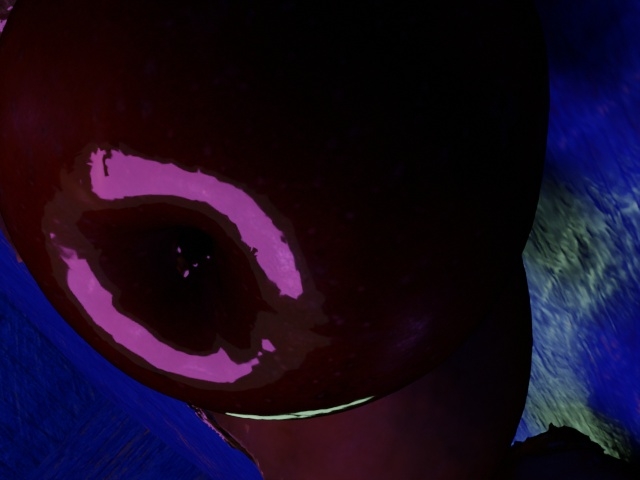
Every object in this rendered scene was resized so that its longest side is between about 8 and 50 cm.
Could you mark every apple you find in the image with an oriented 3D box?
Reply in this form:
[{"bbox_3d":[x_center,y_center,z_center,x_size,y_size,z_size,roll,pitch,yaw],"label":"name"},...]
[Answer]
[{"bbox_3d":[0.000,0.000,0.969,0.293,0.163,0.251,42,-164,8],"label":"apple"},{"bbox_3d":[-0.018,-0.045,0.741,0.218,0.201,0.218,22,144,18],"label":"apple"}]

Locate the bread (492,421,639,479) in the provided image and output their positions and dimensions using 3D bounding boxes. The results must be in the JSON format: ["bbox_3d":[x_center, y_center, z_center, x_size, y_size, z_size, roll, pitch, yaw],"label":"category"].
[{"bbox_3d":[0.182,0.246,1.283,0.246,0.176,0.195,46,155,-10],"label":"bread"}]

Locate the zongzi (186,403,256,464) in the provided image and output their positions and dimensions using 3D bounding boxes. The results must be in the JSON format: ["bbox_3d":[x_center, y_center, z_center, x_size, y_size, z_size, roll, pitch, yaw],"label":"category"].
[{"bbox_3d":[0.019,0.150,1.611,0.260,0.123,0.289,46,157,-14],"label":"zongzi"}]

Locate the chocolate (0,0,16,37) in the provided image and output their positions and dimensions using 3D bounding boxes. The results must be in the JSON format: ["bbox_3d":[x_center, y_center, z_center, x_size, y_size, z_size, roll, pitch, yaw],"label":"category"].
[{"bbox_3d":[-0.129,-0.162,0.848,0.093,0.148,0.214,-10,135,40],"label":"chocolate"}]
